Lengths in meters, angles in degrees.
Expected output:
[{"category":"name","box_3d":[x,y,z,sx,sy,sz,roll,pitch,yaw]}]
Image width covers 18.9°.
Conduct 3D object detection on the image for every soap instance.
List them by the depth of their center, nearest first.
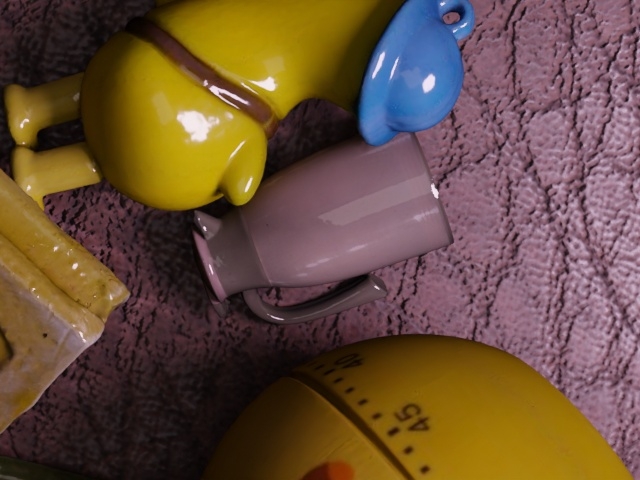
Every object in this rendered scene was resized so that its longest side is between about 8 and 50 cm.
[{"category":"soap","box_3d":[-0.318,0.006,1.406,0.315,0.091,0.199,44,115,-8]}]

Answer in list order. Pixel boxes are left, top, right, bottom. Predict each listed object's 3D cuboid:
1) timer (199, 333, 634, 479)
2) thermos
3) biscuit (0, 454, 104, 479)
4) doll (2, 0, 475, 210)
[{"category":"timer","box_3d":[0.036,0.260,1.360,0.387,0.376,0.376,-37,96,-11]},{"category":"thermos","box_3d":[0.000,0.000,1.469,0.193,0.105,0.137,-22,126,1]},{"category":"biscuit","box_3d":[-0.185,0.233,1.495,0.322,0.038,0.099,16,90,-5]},{"category":"doll","box_3d":[-0.062,-0.121,1.413,0.363,0.145,0.199,-15,71,10]}]
